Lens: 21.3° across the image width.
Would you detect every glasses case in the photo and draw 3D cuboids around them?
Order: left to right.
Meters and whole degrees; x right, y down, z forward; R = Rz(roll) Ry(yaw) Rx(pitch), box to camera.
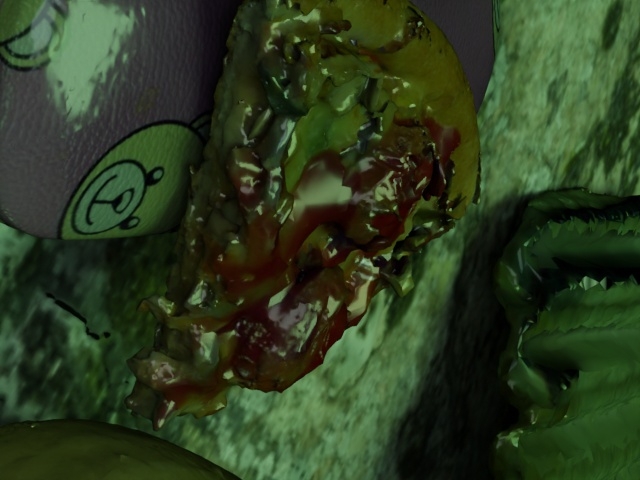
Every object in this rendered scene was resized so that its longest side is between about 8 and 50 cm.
[{"bbox_3d":[-0.022,-0.072,0.702,0.316,0.076,0.123,-12,120,-53],"label":"glasses case"}]

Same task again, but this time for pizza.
[{"bbox_3d":[0.000,0.000,0.665,0.193,0.053,0.201,-60,150,4],"label":"pizza"}]

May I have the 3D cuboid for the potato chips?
[{"bbox_3d":[0.170,0.146,1.108,0.429,0.070,0.359,1,101,-65],"label":"potato chips"}]

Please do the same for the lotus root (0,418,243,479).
[{"bbox_3d":[-0.056,0.156,0.678,0.131,0.146,0.303,-37,139,2],"label":"lotus root"}]
